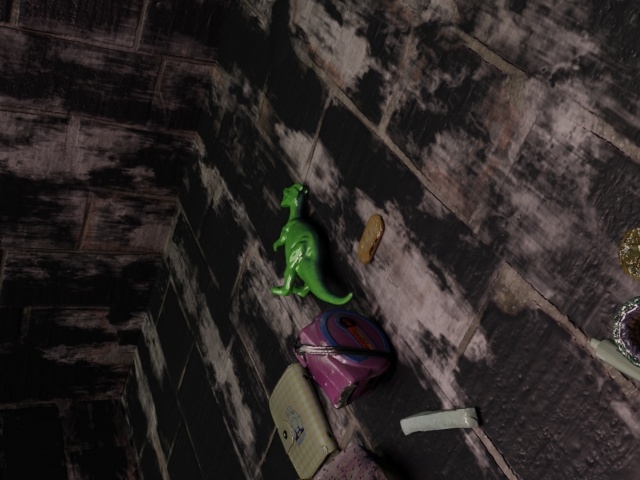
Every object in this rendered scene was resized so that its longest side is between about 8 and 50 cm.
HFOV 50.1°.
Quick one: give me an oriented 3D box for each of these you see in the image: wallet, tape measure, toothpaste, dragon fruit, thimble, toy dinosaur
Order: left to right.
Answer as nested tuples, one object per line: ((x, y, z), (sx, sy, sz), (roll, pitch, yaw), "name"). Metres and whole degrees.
((-0.055, 0.552, 2.057), (0.223, 0.077, 0.310), (-57, 42, 33), "wallet")
((0.000, 0.000, 2.008), (0.499, 0.143, 0.375), (-3, 73, 56), "toy dinosaur")
((0.054, 0.292, 1.726), (0.231, 0.245, 0.149), (44, 125, 33), "tape measure")
((0.120, 0.642, 1.642), (0.221, 0.204, 0.283), (-53, 18, 1), "dragon fruit")
((0.529, 0.215, 1.125), (0.218, 0.064, 0.041), (38, 115, 59), "toothpaste")
((0.540, 0.145, 1.075), (0.135, 0.090, 0.119), (-1, 86, 58), "thimble")

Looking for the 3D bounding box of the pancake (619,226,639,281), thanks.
((0.548, 0.021, 1.148), (0.108, 0.017, 0.108), (-21, 66, 57), "pancake")

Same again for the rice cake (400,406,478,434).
((0.267, 0.409, 1.551), (0.245, 0.042, 0.045), (-30, 73, 56), "rice cake")

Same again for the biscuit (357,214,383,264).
((0.134, -0.002, 1.844), (0.071, 0.018, 0.147), (56, 134, 49), "biscuit")

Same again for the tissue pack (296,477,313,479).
((-0.024, 0.825, 1.904), (0.192, 0.133, 0.271), (42, 122, 54), "tissue pack")
